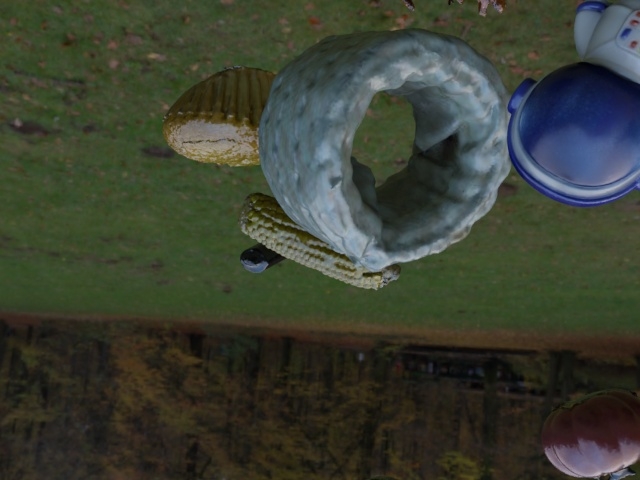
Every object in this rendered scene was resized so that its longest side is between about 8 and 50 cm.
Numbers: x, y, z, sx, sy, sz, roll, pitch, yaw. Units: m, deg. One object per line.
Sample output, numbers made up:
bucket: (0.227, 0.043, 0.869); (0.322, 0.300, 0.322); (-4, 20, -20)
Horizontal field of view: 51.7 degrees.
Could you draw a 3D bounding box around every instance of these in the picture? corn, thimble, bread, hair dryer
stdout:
corn: (0.000, 0.000, 1.011); (0.262, 0.097, 0.097); (23, 170, 1)
thimble: (0.076, -0.110, 0.813); (0.292, 0.291, 0.195); (10, -169, -25)
bread: (-0.156, -0.204, 1.140); (0.240, 0.139, 0.240); (-1, 175, 0)
hair dryer: (-0.012, 0.018, 1.174); (0.244, 0.116, 0.302); (17, -159, 19)

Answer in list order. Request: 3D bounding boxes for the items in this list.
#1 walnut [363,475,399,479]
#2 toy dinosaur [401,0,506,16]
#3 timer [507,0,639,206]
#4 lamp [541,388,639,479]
walnut: (0.067, 0.298, 0.718); (0.092, 0.092, 0.092); (5, 170, 1)
toy dinosaur: (0.211, -0.608, 1.391); (0.432, 0.208, 0.097); (45, -172, -15)
timer: (0.325, -0.200, 0.621); (0.270, 0.383, 0.270); (35, -178, -1)
lamp: (0.448, 0.316, 1.060); (0.182, 0.140, 0.182); (-19, 163, -6)
